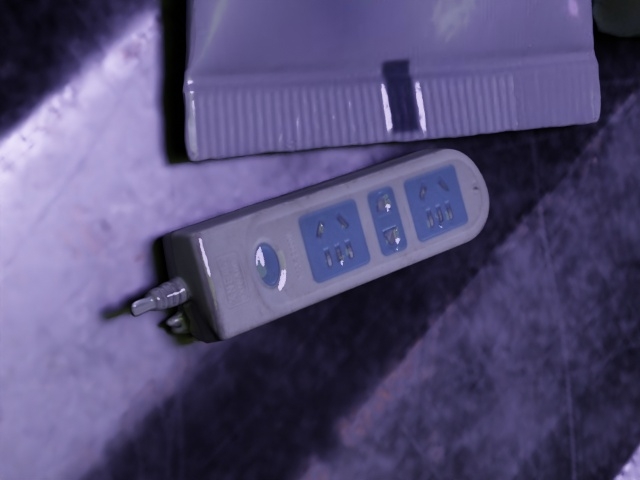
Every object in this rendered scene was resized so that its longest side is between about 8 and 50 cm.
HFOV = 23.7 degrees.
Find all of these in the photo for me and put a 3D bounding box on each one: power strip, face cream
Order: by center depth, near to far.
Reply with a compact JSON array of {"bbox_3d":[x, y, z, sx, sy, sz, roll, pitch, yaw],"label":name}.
[{"bbox_3d":[0.040,-0.250,0.638,0.235,0.137,0.420,-8,102,-37],"label":"face cream"},{"bbox_3d":[0.000,0.000,0.642,0.191,0.030,0.047,-20,100,-35],"label":"power strip"}]

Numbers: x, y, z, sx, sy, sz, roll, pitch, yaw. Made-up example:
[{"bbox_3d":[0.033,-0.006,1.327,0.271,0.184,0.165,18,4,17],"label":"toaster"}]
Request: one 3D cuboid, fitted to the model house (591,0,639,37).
[{"bbox_3d":[0.179,-0.139,0.753,0.083,0.066,0.078,-3,92,-37],"label":"model house"}]
